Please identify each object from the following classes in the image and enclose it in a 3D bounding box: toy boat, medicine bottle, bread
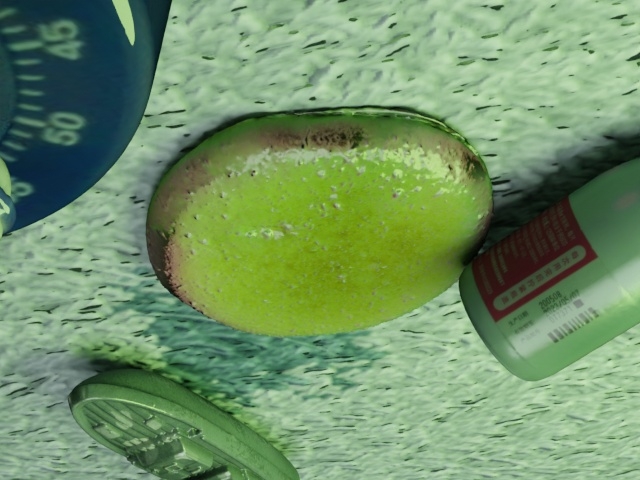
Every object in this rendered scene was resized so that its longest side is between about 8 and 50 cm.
[{"bbox_3d":[-0.103,0.170,0.859,0.078,0.085,0.260,-23,139,22],"label":"toy boat"},{"bbox_3d":[0.195,-0.002,0.670,0.217,0.090,0.090,-36,134,22],"label":"medicine bottle"},{"bbox_3d":[0.000,0.000,0.697,0.229,0.033,0.228,-3,143,-3],"label":"bread"}]

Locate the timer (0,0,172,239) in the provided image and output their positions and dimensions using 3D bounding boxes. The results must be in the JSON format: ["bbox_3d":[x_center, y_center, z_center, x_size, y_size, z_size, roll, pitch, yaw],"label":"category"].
[{"bbox_3d":[-0.179,-0.018,0.364,0.271,0.383,0.270,-3,143,-3],"label":"timer"}]
